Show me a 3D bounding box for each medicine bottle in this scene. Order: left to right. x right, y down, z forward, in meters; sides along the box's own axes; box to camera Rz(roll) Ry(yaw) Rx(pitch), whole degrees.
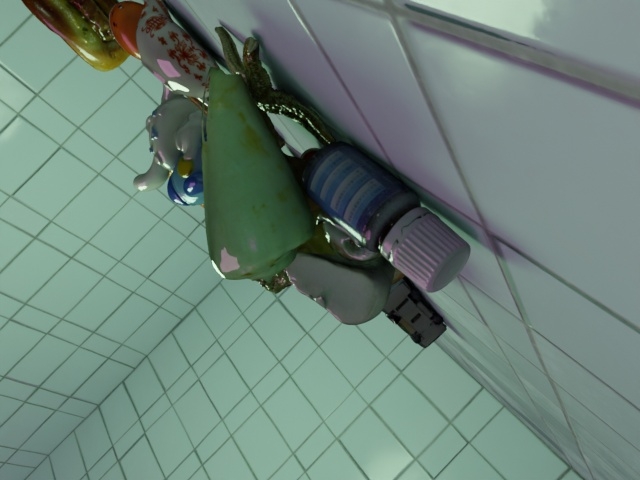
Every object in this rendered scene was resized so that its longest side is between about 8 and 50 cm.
[{"bbox_3d":[0.070,-0.029,0.573,0.203,0.083,0.083,42,177,31],"label":"medicine bottle"}]

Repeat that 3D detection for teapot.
[{"bbox_3d":[-0.229,-0.303,0.880,0.246,0.116,0.159,39,170,-29],"label":"teapot"}]

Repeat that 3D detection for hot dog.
[{"bbox_3d":[-0.712,-0.678,1.444,0.405,0.185,0.223,45,180,-5],"label":"hot dog"}]

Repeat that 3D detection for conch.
[{"bbox_3d":[-0.095,-0.068,0.643,0.143,0.137,0.250,-19,-92,-66],"label":"conch"},{"bbox_3d":[0.057,-0.023,0.778,0.116,0.105,0.173,25,176,11],"label":"conch"}]

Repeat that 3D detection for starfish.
[{"bbox_3d":[-0.060,-0.185,0.651,0.223,0.050,0.217,49,-173,3],"label":"starfish"}]

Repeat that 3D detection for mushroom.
[{"bbox_3d":[0.068,0.052,0.922,0.159,0.122,0.329,55,-158,5],"label":"mushroom"}]

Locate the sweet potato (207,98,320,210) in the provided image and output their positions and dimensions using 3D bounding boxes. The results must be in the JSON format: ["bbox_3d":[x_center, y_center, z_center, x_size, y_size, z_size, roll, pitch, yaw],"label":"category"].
[{"bbox_3d":[-0.070,-0.114,0.764,0.310,0.124,0.098,40,-158,28],"label":"sweet potato"}]

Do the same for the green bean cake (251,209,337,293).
[{"bbox_3d":[-0.062,0.010,1.275,0.202,0.285,0.310,50,173,-16],"label":"green bean cake"}]

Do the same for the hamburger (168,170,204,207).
[{"bbox_3d":[-0.319,-0.237,1.516,0.225,0.291,0.291,39,177,12],"label":"hamburger"}]

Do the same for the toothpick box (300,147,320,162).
[{"bbox_3d":[-0.007,-0.117,0.832,0.047,0.047,0.083,44,179,6],"label":"toothpick box"}]

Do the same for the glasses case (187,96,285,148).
[{"bbox_3d":[-0.176,-0.251,1.057,0.218,0.075,0.049,45,176,-3],"label":"glasses case"}]

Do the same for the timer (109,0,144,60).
[{"bbox_3d":[-0.348,-0.404,1.013,0.136,0.099,0.136,38,-171,-7],"label":"timer"}]

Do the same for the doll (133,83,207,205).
[{"bbox_3d":[-0.313,-0.216,1.258,0.366,0.187,0.375,35,139,22],"label":"doll"}]

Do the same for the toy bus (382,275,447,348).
[{"bbox_3d":[0.234,0.183,1.430,0.317,0.112,0.138,47,-179,-44],"label":"toy bus"}]
